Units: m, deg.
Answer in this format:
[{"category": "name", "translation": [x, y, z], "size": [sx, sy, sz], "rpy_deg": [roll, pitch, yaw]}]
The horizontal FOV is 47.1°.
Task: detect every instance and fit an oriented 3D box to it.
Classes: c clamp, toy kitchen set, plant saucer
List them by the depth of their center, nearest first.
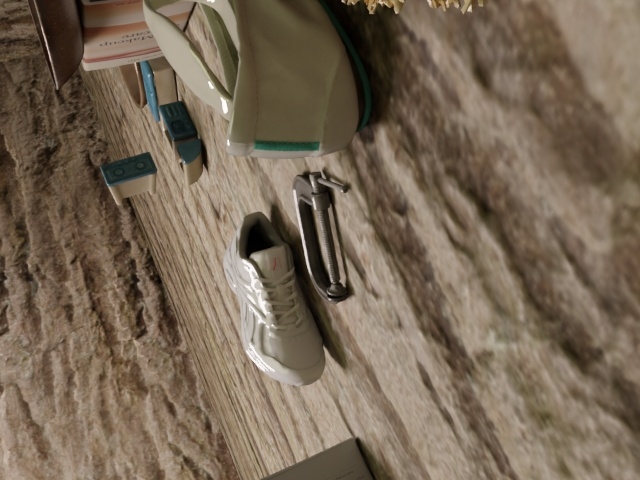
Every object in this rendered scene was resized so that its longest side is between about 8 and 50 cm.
[{"category": "c clamp", "translation": [0.000, 0.000, 0.738], "size": [0.137, 0.022, 0.160], "rpy_deg": [-138, 34, -57]}, {"category": "plant saucer", "translation": [-0.345, -0.342, 0.895], "size": [0.310, 0.050, 0.310], "rpy_deg": [163, 90, -72]}, {"category": "toy kitchen set", "translation": [-0.299, -0.189, 1.214], "size": [0.122, 0.166, 0.207], "rpy_deg": [98, 149, -55]}, {"category": "plant saucer", "translation": [-0.388, -0.404, 1.478], "size": [0.278, 0.041, 0.277], "rpy_deg": [162, 90, -72]}]

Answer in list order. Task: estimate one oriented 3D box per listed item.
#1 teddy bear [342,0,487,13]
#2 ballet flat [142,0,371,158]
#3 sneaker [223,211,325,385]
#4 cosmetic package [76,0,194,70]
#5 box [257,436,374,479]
[{"category": "teddy bear", "translation": [0.009, -0.266, 0.337], "size": [0.337, 0.113, 0.245], "rpy_deg": [66, 171, -9]}, {"category": "ballet flat", "translation": [-0.094, -0.231, 0.607], "size": [0.139, 0.139, 0.400], "rpy_deg": [105, 143, -61]}, {"category": "sneaker", "translation": [-0.060, 0.064, 0.883], "size": [0.232, 0.090, 0.115], "rpy_deg": [60, 156, 29]}, {"category": "cosmetic package", "translation": [-0.265, -0.337, 0.985], "size": [0.296, 0.153, 0.129], "rpy_deg": [176, 77, -74]}, {"category": "box", "translation": [-0.026, 0.350, 0.914], "size": [0.119, 0.182, 0.181], "rpy_deg": [63, 161, 20]}]
